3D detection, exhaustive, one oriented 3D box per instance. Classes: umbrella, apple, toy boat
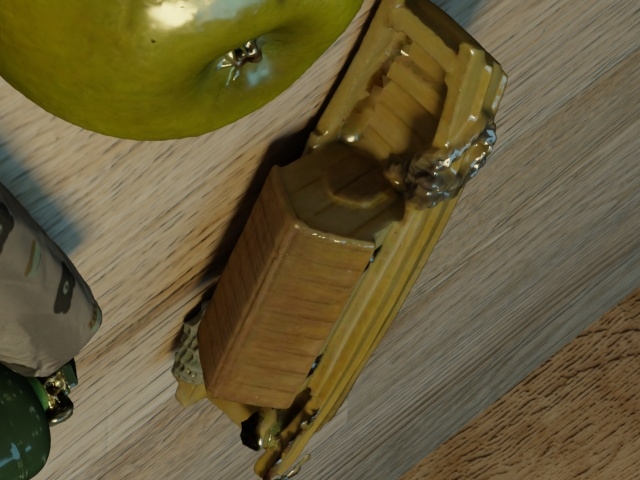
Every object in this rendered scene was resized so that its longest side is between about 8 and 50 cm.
[{"bbox_3d":[-0.187,0.003,0.990,0.073,0.067,0.337,-50,164,-9],"label":"umbrella"},{"bbox_3d":[-0.064,-0.133,0.763,0.196,0.157,0.196,-29,163,-10],"label":"apple"},{"bbox_3d":[0.000,0.000,1.307,0.162,0.136,0.445,-29,155,-46],"label":"toy boat"}]

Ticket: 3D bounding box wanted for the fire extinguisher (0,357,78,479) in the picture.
[{"bbox_3d":[-0.265,0.142,1.132,0.311,0.095,0.114,-30,-163,-28],"label":"fire extinguisher"}]
